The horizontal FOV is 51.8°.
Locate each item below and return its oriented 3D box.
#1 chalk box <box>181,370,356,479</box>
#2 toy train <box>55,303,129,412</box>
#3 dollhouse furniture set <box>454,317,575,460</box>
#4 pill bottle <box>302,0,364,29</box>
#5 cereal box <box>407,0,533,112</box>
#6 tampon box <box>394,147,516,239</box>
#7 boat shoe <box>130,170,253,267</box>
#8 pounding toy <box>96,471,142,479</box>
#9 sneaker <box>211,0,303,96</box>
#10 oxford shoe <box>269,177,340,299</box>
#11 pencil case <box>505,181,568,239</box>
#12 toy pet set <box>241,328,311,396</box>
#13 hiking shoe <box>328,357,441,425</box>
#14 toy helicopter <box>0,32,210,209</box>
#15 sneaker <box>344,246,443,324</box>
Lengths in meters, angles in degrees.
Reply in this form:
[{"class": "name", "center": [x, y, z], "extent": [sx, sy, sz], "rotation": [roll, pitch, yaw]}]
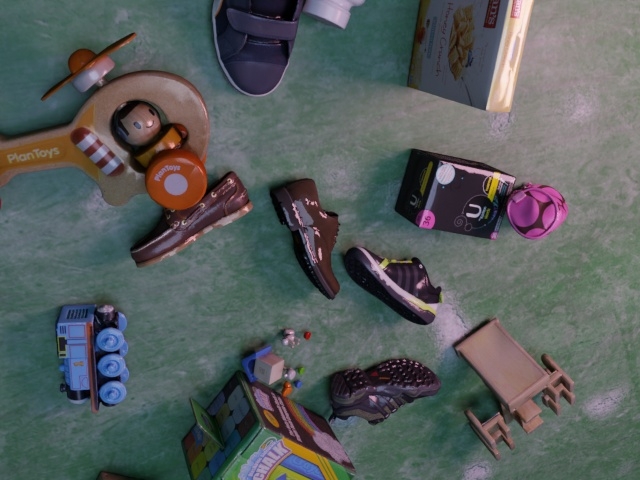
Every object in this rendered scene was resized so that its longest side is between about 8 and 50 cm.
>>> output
[{"class": "chalk box", "center": [-0.119, 0.370, 1.157], "extent": [0.289, 0.180, 0.179], "rotation": [35, 95, -27]}, {"class": "toy train", "center": [-0.363, 0.187, 1.051], "extent": [0.105, 0.080, 0.184], "rotation": [0, 112, -11]}, {"class": "dollhouse furniture set", "center": [0.388, 0.299, 1.372], "extent": [0.212, 0.161, 0.242], "rotation": [-35, 140, -5]}, {"class": "pill bottle", "center": [0.037, -0.403, 0.963], "extent": [0.094, 0.094, 0.169], "rotation": [18, 103, -26]}, {"class": "cereal box", "center": [0.216, -0.298, 0.989], "extent": [0.047, 0.240, 0.173], "rotation": [0, 109, -21]}, {"class": "tampon box", "center": [0.235, -0.082, 1.158], "extent": [0.161, 0.101, 0.120], "rotation": [8, 106, -23]}, {"class": "boat shoe", "center": [-0.209, -0.036, 1.027], "extent": [0.207, 0.073, 0.073], "rotation": [-33, 116, -14]}, {"class": "pounding toy", "center": [-0.371, 0.491, 1.164], "extent": [0.130, 0.100, 0.141], "rotation": [25, 89, -28]}, {"class": "sneaker", "center": [-0.081, -0.356, 0.921], "extent": [0.126, 0.127, 0.321], "rotation": [-4, 113, -21]}, {"class": "oxford shoe", "center": [0.000, 0.000, 1.113], "extent": [0.096, 0.083, 0.227], "rotation": [-27, 118, -14]}, {"class": "pencil case", "center": [0.381, -0.057, 1.167], "extent": [0.095, 0.209, 0.098], "rotation": [-29, 84, 21]}, {"class": "toy pet set", "center": [-0.083, 0.220, 1.192], "extent": [0.114, 0.065, 0.122], "rotation": [-18, 125, -53]}, {"class": "hiking shoe", "center": [0.122, 0.301, 1.287], "extent": [0.227, 0.086, 0.114], "rotation": [-2, 124, -14]}, {"class": "toy helicopter", "center": [-0.332, -0.151, 0.905], "extent": [0.355, 0.140, 0.235], "rotation": [-11, 121, -3]}, {"class": "sneaker", "center": [0.138, 0.064, 1.207], "extent": [0.235, 0.084, 0.097], "rotation": [40, 68, -29]}]
